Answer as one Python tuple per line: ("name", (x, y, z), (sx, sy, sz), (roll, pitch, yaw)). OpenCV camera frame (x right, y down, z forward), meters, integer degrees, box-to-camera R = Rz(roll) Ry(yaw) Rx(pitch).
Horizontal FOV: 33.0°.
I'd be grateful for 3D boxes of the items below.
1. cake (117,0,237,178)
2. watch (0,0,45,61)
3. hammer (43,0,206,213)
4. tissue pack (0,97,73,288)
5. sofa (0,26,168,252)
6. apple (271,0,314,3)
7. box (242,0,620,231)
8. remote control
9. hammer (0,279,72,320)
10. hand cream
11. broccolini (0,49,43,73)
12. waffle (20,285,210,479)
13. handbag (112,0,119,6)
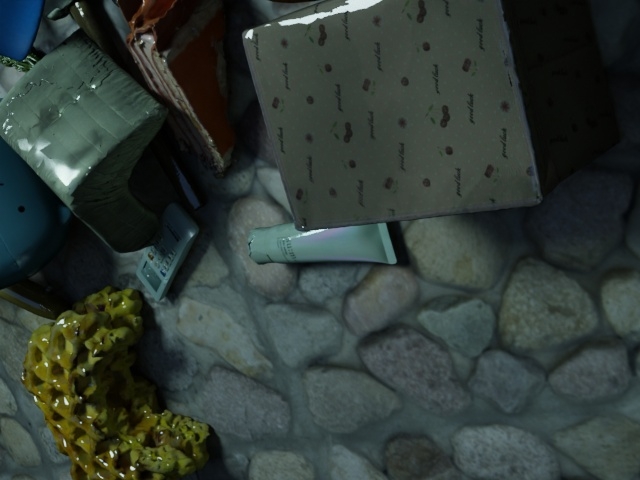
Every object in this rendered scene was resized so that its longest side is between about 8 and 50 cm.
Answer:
("cake", (-0.156, -0.203, 1.351), (0.098, 0.135, 0.287), (15, 138, 28))
("watch", (-0.434, -0.398, 1.389), (0.274, 0.241, 0.305), (127, 143, -47))
("hammer", (-0.254, -0.202, 1.458), (0.111, 0.043, 0.365), (-28, 93, 42))
("tissue pack", (-0.494, -0.074, 1.592), (0.287, 0.206, 0.198), (64, 172, -1))
("sofa", (-0.291, -0.125, 1.444), (0.210, 0.176, 0.225), (42, 173, 27))
("apple", (-0.022, -0.368, 1.056), (0.286, 0.233, 0.286), (15, 117, 32))
("box", (0.110, -0.154, 1.081), (0.297, 0.190, 0.225), (-6, 105, 39))
("remote control", (-0.216, 0.017, 1.530), (0.061, 0.029, 0.162), (52, 137, 18))
("hammer", (-0.537, 0.056, 1.734), (0.305, 0.202, 0.113), (24, 101, 8))
("hand cream", (0.000, 0.000, 1.336), (0.205, 0.050, 0.078), (-6, 106, 36))
("broccolini", (-0.380, -0.235, 1.538), (0.239, 0.051, 0.054), (29, 117, 23))
("waffle", (-0.315, 0.243, 1.639), (0.261, 0.151, 0.324), (-21, 95, 39))
("handbag", (-0.207, -0.359, 1.322), (0.139, 0.072, 0.115), (-44, 59, 27))
